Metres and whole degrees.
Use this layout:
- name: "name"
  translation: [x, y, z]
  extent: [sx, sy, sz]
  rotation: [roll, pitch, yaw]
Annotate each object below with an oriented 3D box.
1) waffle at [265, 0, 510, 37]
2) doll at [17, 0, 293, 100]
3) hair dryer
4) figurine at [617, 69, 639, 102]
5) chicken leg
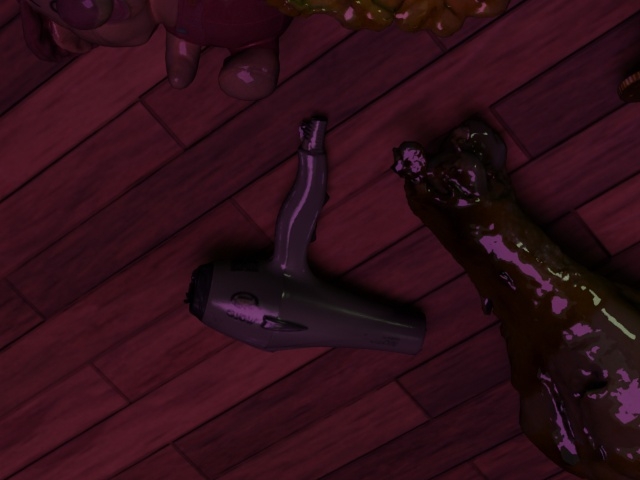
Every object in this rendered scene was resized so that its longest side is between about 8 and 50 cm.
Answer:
- name: "waffle"
  translation: [0.057, -0.280, 1.003]
  extent: [0.291, 0.051, 0.291]
  rotation: [-1, 94, -20]
- name: "doll"
  translation: [-0.142, -0.215, 1.089]
  extent: [0.255, 0.152, 0.196]
  rotation: [16, 110, 4]
- name: "hair dryer"
  translation: [0.018, 0.025, 1.272]
  extent: [0.219, 0.088, 0.225]
  rotation: [31, 107, -18]
- name: "figurine"
  translation: [0.332, -0.185, 1.053]
  extent: [0.143, 0.143, 0.271]
  rotation: [46, 142, -19]
- name: "chicken leg"
  translation: [0.217, 0.060, 1.220]
  extent: [0.201, 0.153, 0.429]
  rotation: [-38, 102, 14]
